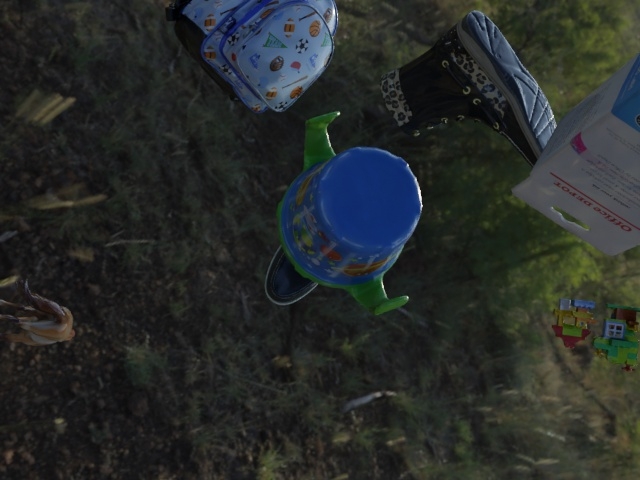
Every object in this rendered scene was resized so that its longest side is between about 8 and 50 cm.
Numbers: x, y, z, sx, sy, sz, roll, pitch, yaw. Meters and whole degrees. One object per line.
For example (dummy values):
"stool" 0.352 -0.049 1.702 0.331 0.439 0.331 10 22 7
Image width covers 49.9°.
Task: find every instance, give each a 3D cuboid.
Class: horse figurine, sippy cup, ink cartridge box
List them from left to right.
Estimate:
"horse figurine" -0.491 0.139 1.178 0.174 0.263 0.066 16 64 -26
"sippy cup" 0.056 -0.047 1.130 0.305 0.224 0.240 36 76 -2
"ink cartridge box" 0.224 -0.059 0.481 0.104 0.181 0.061 33 71 -1

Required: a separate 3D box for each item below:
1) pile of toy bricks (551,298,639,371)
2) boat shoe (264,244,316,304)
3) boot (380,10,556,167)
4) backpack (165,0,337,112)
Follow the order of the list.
"pile of toy bricks" 0.494 0.159 1.121 0.118 0.212 0.105 25 72 -80
"boat shoe" 0.003 0.003 1.538 0.127 0.340 0.113 47 -11 2
"boot" 0.208 -0.180 0.965 0.236 0.178 0.085 52 46 -15
"backpack" -0.098 -0.391 1.263 0.213 0.263 0.276 37 -4 28
